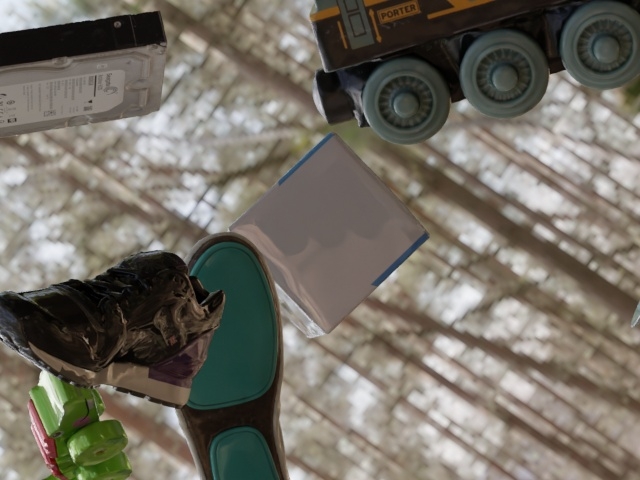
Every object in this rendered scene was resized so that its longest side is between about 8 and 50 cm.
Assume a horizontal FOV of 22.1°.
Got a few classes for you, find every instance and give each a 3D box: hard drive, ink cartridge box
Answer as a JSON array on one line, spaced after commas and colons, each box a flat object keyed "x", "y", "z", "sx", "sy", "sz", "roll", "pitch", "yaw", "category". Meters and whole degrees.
[{"x": -0.398, "y": -0.233, "z": 2.393, "sx": 0.338, "sy": 0.064, "sz": 0.237, "roll": -10, "pitch": -19, "yaw": -13, "category": "hard drive"}, {"x": 0.000, "y": 0.000, "z": 2.282, "sx": 0.198, "sy": 0.197, "sz": 0.270, "roll": -43, "pitch": 0, "yaw": -7, "category": "ink cartridge box"}]

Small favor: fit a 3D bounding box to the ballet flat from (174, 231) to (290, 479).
[{"x": -0.104, "y": 0.186, "z": 1.862, "sx": 0.139, "sy": 0.139, "sz": 0.400, "roll": -28, "pitch": -69, "yaw": -69, "category": "ballet flat"}]

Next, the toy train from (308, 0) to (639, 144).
[{"x": 0.141, "y": -0.206, "z": 1.414, "sx": 0.333, "sy": 0.190, "sz": 0.142, "roll": -15, "pitch": 16, "yaw": 10, "category": "toy train"}]

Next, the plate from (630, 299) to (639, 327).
[{"x": 0.365, "y": 0.008, "z": 1.658, "sx": 0.188, "sy": 0.024, "sz": 0.188, "roll": -61, "pitch": -7, "yaw": -14, "category": "plate"}]

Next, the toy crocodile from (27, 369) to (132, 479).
[{"x": -0.284, "y": 0.219, "z": 1.867, "sx": 0.105, "sy": 0.115, "sz": 0.340, "roll": -22, "pitch": -20, "yaw": -13, "category": "toy crocodile"}]

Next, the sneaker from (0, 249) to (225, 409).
[{"x": -0.177, "y": 0.053, "z": 1.376, "sx": 0.124, "sy": 0.107, "sz": 0.283, "roll": -61, "pitch": -25, "yaw": 2, "category": "sneaker"}]
